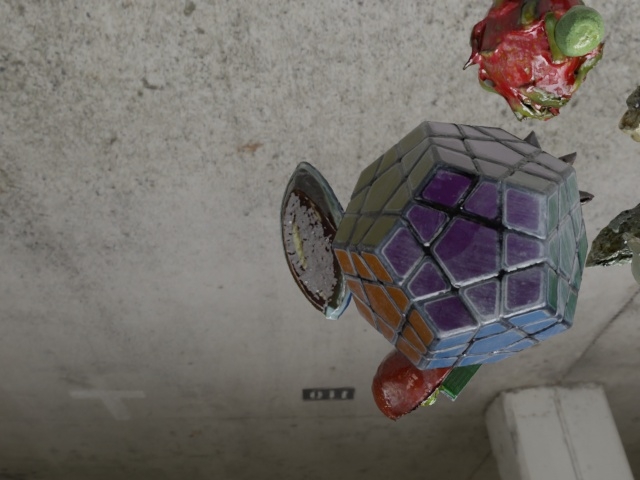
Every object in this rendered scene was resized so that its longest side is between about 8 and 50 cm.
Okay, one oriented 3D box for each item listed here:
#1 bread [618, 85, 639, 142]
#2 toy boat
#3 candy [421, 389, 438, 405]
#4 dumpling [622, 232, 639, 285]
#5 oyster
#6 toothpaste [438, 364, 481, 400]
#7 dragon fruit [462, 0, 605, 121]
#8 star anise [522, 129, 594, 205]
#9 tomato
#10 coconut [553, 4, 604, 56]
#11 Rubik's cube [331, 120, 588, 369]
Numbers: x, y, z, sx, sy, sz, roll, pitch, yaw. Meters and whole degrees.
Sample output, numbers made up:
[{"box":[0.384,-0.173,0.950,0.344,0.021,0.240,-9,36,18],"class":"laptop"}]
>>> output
[{"box":[0.713,-0.245,1.386,0.177,0.084,0.119,39,132,1],"class":"bread"},{"box":[0.000,0.000,1.090,0.114,0.115,0.262,-12,102,17],"class":"toy boat"},{"box":[0.226,0.238,1.290,0.058,0.062,0.194,7,113,-30],"class":"candy"},{"box":[0.657,0.049,1.280,0.111,0.155,0.181,-23,119,9],"class":"dumpling"},{"box":[0.837,-0.012,1.695,0.350,0.162,0.158,-29,111,28],"class":"oyster"},{"box":[0.323,0.265,1.429,0.178,0.043,0.037,-44,159,-24],"class":"toothpaste"},{"box":[0.443,-0.403,1.374,0.236,0.303,0.231,-8,172,-34],"class":"dragon fruit"},{"box":[0.525,-0.117,1.698,0.331,0.332,0.117,-36,169,38],"class":"star anise"},{"box":[0.161,0.187,1.073,0.228,0.101,0.228,-46,167,-14],"class":"tomato"},{"box":[0.456,-0.369,1.169,0.087,0.096,0.088,3,112,8],"class":"coconut"},{"box":[0.175,0.007,0.831,0.318,0.264,0.319,-11,153,-6],"class":"Rubik's cube"}]
